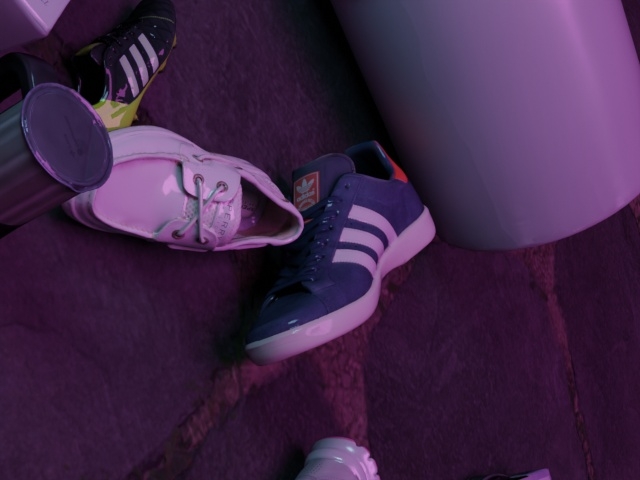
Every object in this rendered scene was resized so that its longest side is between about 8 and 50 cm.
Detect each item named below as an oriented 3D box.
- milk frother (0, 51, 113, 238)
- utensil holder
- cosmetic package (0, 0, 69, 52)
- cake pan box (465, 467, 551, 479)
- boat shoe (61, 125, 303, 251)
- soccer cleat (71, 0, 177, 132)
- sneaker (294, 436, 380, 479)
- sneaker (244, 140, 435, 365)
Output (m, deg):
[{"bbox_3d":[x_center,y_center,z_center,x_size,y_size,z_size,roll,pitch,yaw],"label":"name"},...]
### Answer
[{"bbox_3d":[-0.252,-0.065,0.854,0.143,0.135,0.129,-19,85,-58],"label":"milk frother"},{"bbox_3d":[0.208,-0.228,1.420,0.385,0.328,0.327,64,37,-26],"label":"utensil holder"},{"bbox_3d":[-0.269,-0.288,0.889,0.224,0.138,0.224,54,40,-34],"label":"cosmetic package"},{"bbox_3d":[0.245,0.426,1.501,0.246,0.070,0.266,0,74,-58],"label":"cake pan box"},{"bbox_3d":[-0.109,-0.037,1.072,0.277,0.096,0.098,2,113,-56],"label":"boat shoe"},{"bbox_3d":[-0.178,-0.162,1.063,0.072,0.060,0.179,45,50,-39],"label":"soccer cleat"},{"bbox_3d":[0.019,0.333,1.200,0.111,0.103,0.252,-26,96,-51],"label":"sneaker"},{"bbox_3d":[0.000,0.000,1.239,0.148,0.131,0.350,63,31,-12],"label":"sneaker"}]
